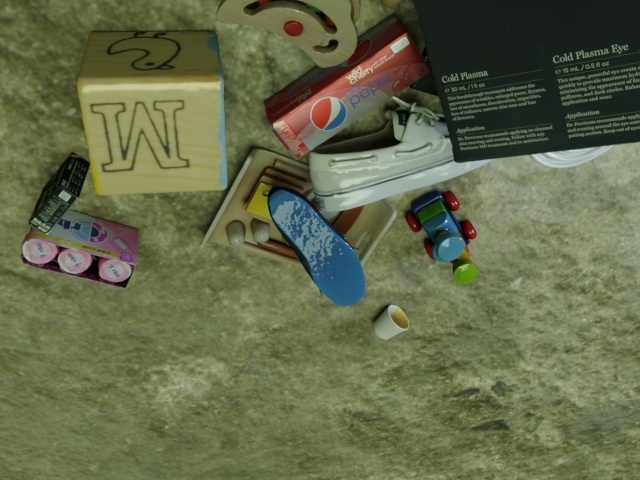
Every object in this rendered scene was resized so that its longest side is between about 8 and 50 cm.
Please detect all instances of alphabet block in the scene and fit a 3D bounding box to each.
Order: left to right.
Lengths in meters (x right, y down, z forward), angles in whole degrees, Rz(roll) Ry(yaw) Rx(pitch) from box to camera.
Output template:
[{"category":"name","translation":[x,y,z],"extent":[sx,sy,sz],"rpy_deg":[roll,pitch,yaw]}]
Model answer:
[{"category":"alphabet block","translation":[-0.247,-0.196,1.076],"extent":[0.197,0.192,0.193],"rpy_deg":[-4,126,-10]}]

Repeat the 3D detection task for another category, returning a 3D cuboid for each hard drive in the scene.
[{"category":"hard drive","translation":[0.229,-0.286,1.204],"extent":[0.135,0.022,0.094],"rpy_deg":[12,124,-19]}]

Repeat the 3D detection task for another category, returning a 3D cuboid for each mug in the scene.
[{"category":"mug","translation":[0.153,0.186,1.526],"extent":[0.078,0.062,0.064],"rpy_deg":[33,123,-23]}]

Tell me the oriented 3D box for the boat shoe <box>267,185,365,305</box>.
[{"category":"boat shoe","translation":[0.000,0.000,1.243],"extent":[0.109,0.089,0.258],"rpy_deg":[-30,116,-1]}]

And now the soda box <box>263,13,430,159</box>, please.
[{"category":"soda box","translation":[0.038,-0.249,1.150],"extent":[0.263,0.092,0.083],"rpy_deg":[-32,126,12]}]

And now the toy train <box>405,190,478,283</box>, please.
[{"category":"toy train","translation":[0.269,0.032,1.376],"extent":[0.105,0.143,0.248],"rpy_deg":[-30,126,12]}]

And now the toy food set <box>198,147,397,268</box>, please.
[{"category":"toy food set","translation":[-0.043,-0.023,1.307],"extent":[0.306,0.092,0.220],"rpy_deg":[18,121,-24]}]

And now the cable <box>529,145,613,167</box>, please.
[{"category":"cable","translation":[0.439,-0.253,1.211],"extent":[0.257,0.089,0.257],"rpy_deg":[-37,130,8]}]

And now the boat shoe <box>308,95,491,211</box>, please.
[{"category":"boat shoe","translation":[0.148,-0.180,1.206],"extent":[0.367,0.136,0.156],"rpy_deg":[-18,113,-5]}]

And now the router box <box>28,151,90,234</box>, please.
[{"category":"router box","translation":[-0.431,-0.080,1.169],"extent":[0.038,0.122,0.092],"rpy_deg":[35,113,-26]}]

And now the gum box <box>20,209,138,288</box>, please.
[{"category":"gum box","translation":[-0.423,0.008,1.246],"extent":[0.188,0.107,0.062],"rpy_deg":[17,122,-22]}]

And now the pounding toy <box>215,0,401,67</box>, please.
[{"category":"pounding toy","translation":[-0.011,-0.373,1.063],"extent":[0.269,0.155,0.154],"rpy_deg":[9,153,-6]}]

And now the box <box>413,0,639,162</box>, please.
[{"category":"box","translation":[0.332,-0.300,0.978],"extent":[0.343,0.179,0.312],"rpy_deg":[-2,120,34]}]
